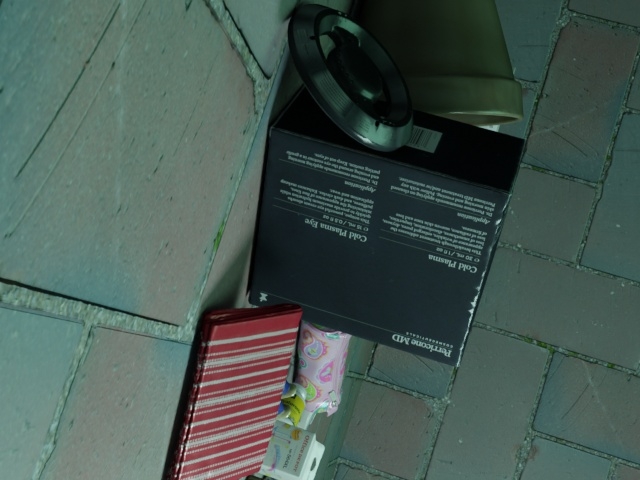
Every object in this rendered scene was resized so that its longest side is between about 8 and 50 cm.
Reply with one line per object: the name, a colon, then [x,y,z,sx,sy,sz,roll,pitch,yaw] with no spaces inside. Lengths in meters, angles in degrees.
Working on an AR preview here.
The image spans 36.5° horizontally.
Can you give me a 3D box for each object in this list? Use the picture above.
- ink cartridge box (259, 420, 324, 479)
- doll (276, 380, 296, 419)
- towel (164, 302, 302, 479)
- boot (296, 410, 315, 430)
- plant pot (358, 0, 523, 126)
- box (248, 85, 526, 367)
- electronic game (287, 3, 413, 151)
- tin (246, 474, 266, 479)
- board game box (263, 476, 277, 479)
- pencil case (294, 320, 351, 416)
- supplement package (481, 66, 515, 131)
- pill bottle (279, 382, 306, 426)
ink cartridge box: [-0.071,0.396,1.821,0.090,0.143,0.092,86,22,-64]
doll: [-0.097,0.210,1.476,0.189,0.046,0.129,55,42,-47]
towel: [-0.121,0.221,1.370,0.199,0.031,0.275,-3,112,-52]
boot: [-0.041,0.383,2.234,0.190,0.069,0.086,-63,175,-12]
plant pot: [0.188,-0.341,1.670,0.323,0.323,0.280,-13,104,-79]
box: [0.092,-0.025,1.441,0.179,0.343,0.313,-60,164,-55]
electronic game: [0.044,-0.219,1.297,0.048,0.229,0.229,-34,-166,32]
tin: [-0.158,0.561,1.940,0.106,0.040,0.190,87,22,-53]
board game box: [-0.125,0.667,2.241,0.193,0.053,0.305,-31,137,-75]
pencil case: [0.008,0.250,2.081,0.124,0.124,0.284,-62,165,-48]
supplement package: [0.329,-0.340,2.454,0.199,0.262,0.198,95,15,-51]
pill bottle: [-0.068,0.347,1.988,0.116,0.065,0.065,-60,164,-54]
